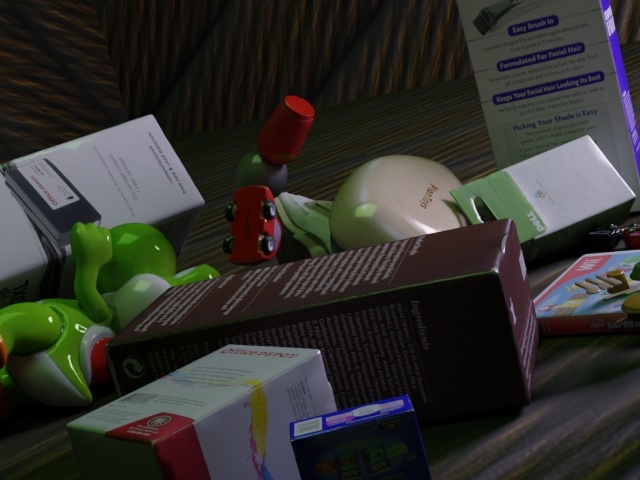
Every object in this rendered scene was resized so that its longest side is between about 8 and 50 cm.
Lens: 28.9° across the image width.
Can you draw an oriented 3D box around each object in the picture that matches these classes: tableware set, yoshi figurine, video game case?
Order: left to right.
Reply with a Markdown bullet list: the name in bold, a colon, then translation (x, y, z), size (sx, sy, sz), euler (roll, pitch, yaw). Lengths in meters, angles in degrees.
- **yoshi figurine**: translation (-0.300, 0.084, 1.527), size (0.362, 0.203, 0.203), euler (-19, 6, -32)
- **tableware set**: translation (0.319, 0.051, 1.190), size (0.104, 0.024, 0.154), euler (-17, 14, -12)
- **video game case**: translation (0.366, 0.045, 1.268), size (0.285, 0.025, 0.204), euler (-7, 15, 35)

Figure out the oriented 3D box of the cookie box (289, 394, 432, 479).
- **cookie box**: translation (0.034, 0.175, 0.890), size (0.091, 0.107, 0.040), euler (-14, 11, 2)

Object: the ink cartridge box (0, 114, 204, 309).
- **ink cartridge box**: translation (-0.394, 0.017, 1.720), size (0.394, 0.166, 0.285), euler (-23, -19, -31)

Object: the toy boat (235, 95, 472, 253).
- **toy boat**: translation (0.047, -0.043, 1.561), size (0.148, 0.318, 0.267), euler (-59, -7, 31)

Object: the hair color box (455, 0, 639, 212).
- **hair color box**: translation (0.313, -0.195, 1.662), size (0.185, 0.339, 0.110), euler (-10, 14, 22)

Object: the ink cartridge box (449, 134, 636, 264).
- **ink cartridge box**: translation (0.271, -0.042, 1.546), size (0.209, 0.109, 0.062), euler (-22, -29, -17)

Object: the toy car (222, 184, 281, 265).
- **toy car**: translation (-0.100, 0.081, 1.462), size (0.225, 0.239, 0.053), euler (-37, -29, 11)

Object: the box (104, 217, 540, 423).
- **box**: translation (0.011, 0.097, 1.206), size (0.381, 0.143, 0.191), euler (-13, 12, 17)

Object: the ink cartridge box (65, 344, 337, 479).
- **ink cartridge box**: translation (-0.083, 0.173, 0.992), size (0.176, 0.127, 0.128), euler (-25, 15, -39)

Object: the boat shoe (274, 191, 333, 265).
- **boat shoe**: translation (0.000, 0.000, 1.739), size (0.103, 0.113, 0.302), euler (-14, 24, -13)

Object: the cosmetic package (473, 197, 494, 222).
- **cosmetic package**: translation (0.238, -0.039, 1.721), size (0.041, 0.060, 0.115), euler (-8, 16, 26)

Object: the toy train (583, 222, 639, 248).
- **toy train**: translation (0.380, -0.005, 1.471), size (0.158, 0.027, 0.036), euler (-3, 20, 46)
